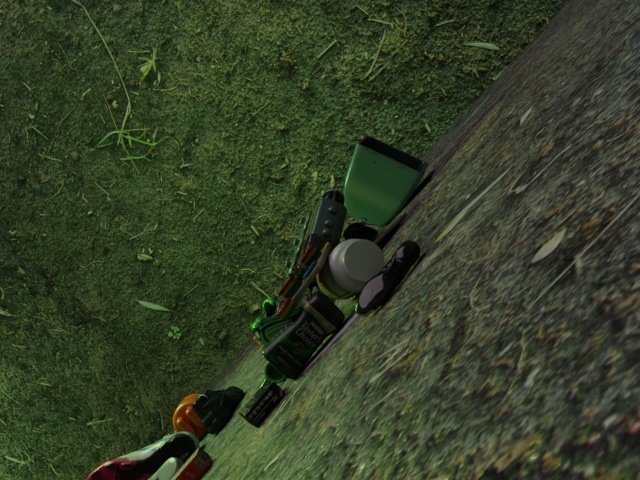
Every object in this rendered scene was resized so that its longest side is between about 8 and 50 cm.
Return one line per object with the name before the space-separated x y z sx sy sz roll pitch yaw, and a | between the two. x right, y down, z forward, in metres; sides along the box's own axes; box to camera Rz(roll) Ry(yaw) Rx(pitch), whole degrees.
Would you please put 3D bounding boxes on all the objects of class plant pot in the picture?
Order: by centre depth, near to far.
plant pot | 0.209 -0.195 2.347 0.248 0.247 0.252 -52 -14 -70

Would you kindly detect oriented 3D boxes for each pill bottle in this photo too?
pill bottle | 0.069 0.064 1.513 0.121 0.121 0.216 -48 2 -18

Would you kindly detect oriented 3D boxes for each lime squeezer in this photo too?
lime squeezer | -0.088 0.286 1.567 0.310 0.059 0.110 -49 2 -12

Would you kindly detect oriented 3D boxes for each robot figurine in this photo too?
robot figurine | -0.415 0.576 2.178 0.219 0.128 0.158 154 120 -86

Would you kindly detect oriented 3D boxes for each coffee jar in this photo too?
coffee jar | -0.035 0.201 1.427 0.184 0.096 0.079 -49 4 -2

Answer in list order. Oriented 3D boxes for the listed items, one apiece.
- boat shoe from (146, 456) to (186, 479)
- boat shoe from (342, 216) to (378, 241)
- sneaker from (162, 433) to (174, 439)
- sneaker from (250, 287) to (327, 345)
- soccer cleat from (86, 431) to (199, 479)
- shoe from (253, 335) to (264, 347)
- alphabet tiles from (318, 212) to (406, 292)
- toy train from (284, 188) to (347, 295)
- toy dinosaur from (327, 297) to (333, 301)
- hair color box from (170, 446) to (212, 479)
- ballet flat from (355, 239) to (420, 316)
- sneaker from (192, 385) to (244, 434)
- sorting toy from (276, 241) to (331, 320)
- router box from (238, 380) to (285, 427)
boat shoe | -0.396 0.620 1.627 0.219 0.070 0.078 -42 36 16
boat shoe | 0.125 -0.025 2.084 0.109 0.089 0.258 -42 -2 5
sneaker | -0.529 0.734 2.096 0.118 0.110 0.292 -56 -10 22
sneaker | -0.088 0.201 2.093 0.343 0.146 0.134 -48 1 -44
soccer cleat | -0.496 0.649 1.896 0.331 0.116 0.143 -23 -13 -5
shoe | -0.172 0.328 2.503 0.178 0.081 0.063 -48 1 -14
alphabet tiles | 0.119 0.046 2.000 0.342 0.011 0.285 -41 -3 -29
toy train | 0.000 0.000 1.985 0.190 0.142 0.334 123 167 -53
toy dinosaur | 0.008 0.185 1.909 0.183 0.053 0.092 -31 2 -36
hair color box | -0.310 0.544 1.508 0.141 0.043 0.072 -49 1 -6
ballet flat | 0.129 0.074 1.219 0.173 0.049 0.057 -49 46 -10
sneaker | -0.302 0.476 1.972 0.101 0.106 0.267 -49 0 6
sorting toy | -0.037 0.069 1.513 0.132 0.046 0.274 -54 4 23
router box | -0.125 0.345 1.404 0.092 0.038 0.122 -48 1 -17
